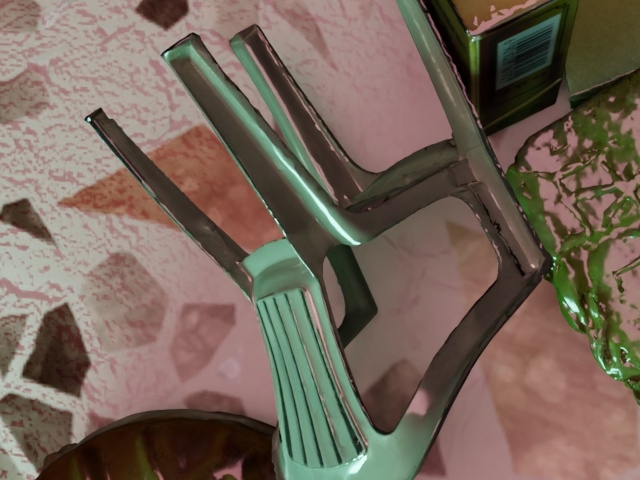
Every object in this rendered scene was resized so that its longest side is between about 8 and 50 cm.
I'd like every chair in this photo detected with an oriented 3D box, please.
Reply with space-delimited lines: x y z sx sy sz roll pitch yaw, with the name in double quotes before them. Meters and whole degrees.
"chair" 0.000 0.000 0.720 0.190 0.203 0.274 -35 95 -31

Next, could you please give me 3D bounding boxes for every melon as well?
"melon" 0.244 -0.191 0.799 0.262 0.053 0.114 -39 67 4

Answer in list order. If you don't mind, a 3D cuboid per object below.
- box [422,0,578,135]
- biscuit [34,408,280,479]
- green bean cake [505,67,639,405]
"box" 0.085 -0.163 0.732 0.071 0.240 0.159 -28 80 3
"biscuit" -0.081 0.277 0.816 0.332 0.103 0.332 -1 84 15
"green bean cake" 0.239 -0.012 0.747 0.214 0.113 0.200 -31 82 11
